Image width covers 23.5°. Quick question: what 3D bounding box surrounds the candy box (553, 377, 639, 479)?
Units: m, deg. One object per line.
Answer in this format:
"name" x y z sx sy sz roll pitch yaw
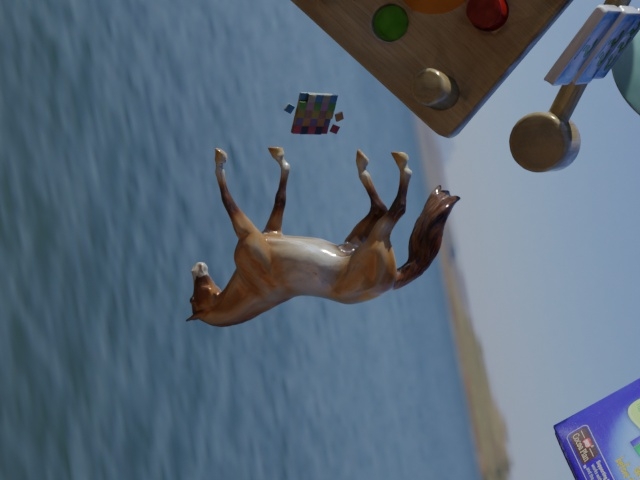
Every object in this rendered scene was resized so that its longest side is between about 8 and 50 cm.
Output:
"candy box" 0.381 0.184 1.241 0.122 0.317 0.268 55 10 -27

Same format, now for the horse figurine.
"horse figurine" 0.000 0.000 1.453 0.066 0.263 0.174 -57 148 -82

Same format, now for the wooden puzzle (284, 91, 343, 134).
"wooden puzzle" -0.006 -0.144 1.755 0.006 0.083 0.049 41 -56 48

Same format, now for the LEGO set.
"LEGO set" 0.299 -0.220 1.283 0.060 0.244 0.182 41 21 15

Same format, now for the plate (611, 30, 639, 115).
"plate" 0.408 -0.190 1.660 0.024 0.188 0.188 95 -12 -60

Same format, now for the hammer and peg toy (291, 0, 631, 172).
"hammer and peg toy" 0.163 -0.243 1.531 0.361 0.266 0.127 43 13 16
